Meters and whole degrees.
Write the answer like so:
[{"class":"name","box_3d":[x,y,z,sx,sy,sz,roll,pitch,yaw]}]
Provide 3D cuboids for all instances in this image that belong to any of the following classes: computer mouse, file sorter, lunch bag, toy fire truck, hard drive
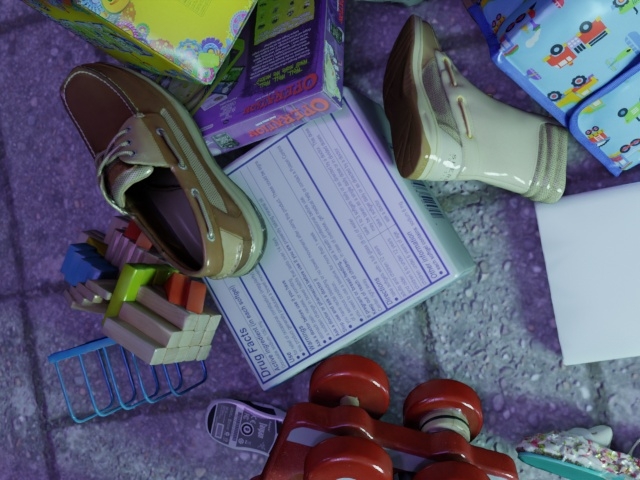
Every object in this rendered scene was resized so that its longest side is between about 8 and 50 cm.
[{"class":"computer mouse","box_3d":[-0.063,0.257,1.185,0.193,0.042,0.106,16,100,11]},{"class":"file sorter","box_3d":[-0.262,0.176,1.207,0.170,0.118,0.104,-17,89,17]},{"class":"lunch bag","box_3d":[0.347,-0.212,0.961,0.293,0.138,0.221,36,118,-28]},{"class":"toy fire truck","box_3d":[0.071,0.300,1.071,0.302,0.169,0.254,16,125,-9]},{"class":"hard drive","box_3d":[0.425,0.025,1.023,0.307,0.040,0.203,-11,88,18]}]

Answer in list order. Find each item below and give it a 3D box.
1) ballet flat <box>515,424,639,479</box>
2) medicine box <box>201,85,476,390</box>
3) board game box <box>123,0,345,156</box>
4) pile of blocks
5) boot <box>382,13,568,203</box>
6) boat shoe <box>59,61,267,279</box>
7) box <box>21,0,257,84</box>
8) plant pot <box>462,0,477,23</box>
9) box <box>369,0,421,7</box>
[{"class":"ballet flat","box_3d":[0.357,0.267,1.040,0.241,0.091,0.077,19,66,12]},{"class":"medicine box","box_3d":[0.000,0.000,1.102,0.289,0.149,0.263,-32,81,16]},{"class":"board game box","box_3d":[-0.125,-0.205,1.109,0.346,0.056,0.208,-15,53,30]},{"class":"pile of blocks","box_3d":[-0.249,0.031,1.125,0.362,0.149,0.113,34,104,51]},{"class":"boot","box_3d":[0.187,-0.160,1.060,0.203,0.262,0.095,10,136,-15]},{"class":"boat shoe","box_3d":[-0.197,-0.084,1.015,0.324,0.120,0.122,46,117,13]},{"class":"box","box_3d":[-0.189,-0.366,1.051,0.279,0.177,0.290,24,86,56]},{"class":"plant pot","box_3d":[0.269,-0.350,1.031,0.237,0.110,0.237,0,91,17]},{"class":"box","box_3d":[0.101,-0.347,1.072,0.102,0.101,0.087,-9,88,48]}]
